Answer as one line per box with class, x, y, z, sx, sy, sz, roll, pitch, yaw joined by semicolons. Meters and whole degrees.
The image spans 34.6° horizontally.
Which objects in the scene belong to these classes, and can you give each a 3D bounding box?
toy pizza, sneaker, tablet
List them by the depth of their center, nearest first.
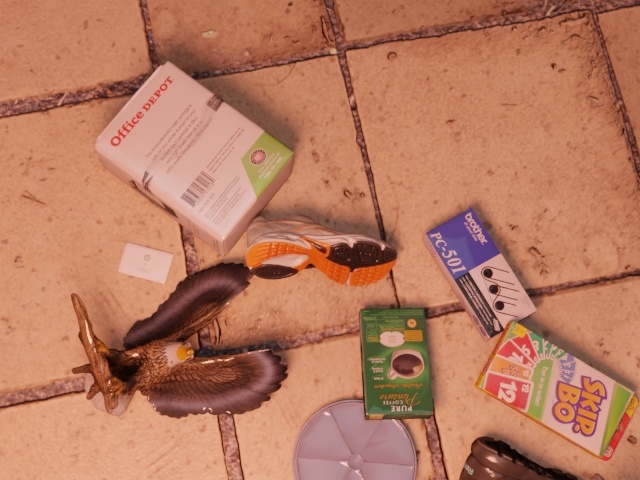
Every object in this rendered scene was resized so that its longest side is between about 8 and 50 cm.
sneaker;0.347;0.412;1.644;0.267;0.101;0.106;26;98;3
toy pizza;0.054;0.359;1.660;0.201;0.032;0.201;2;72;-5
sneaker;0.000;0.000;1.723;0.263;0.099;0.121;6;36;-18
tablet;-0.296;0.038;1.741;0.083;0.006;0.054;15;75;1

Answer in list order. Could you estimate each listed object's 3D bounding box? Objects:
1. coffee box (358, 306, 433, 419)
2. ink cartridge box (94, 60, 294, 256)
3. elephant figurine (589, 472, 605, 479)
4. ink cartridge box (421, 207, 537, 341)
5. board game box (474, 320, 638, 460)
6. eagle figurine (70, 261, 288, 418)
coffee box;0.121;0.202;1.685;0.113;0.040;0.184;-2;66;-6
ink cartridge box;-0.211;-0.138;1.735;0.273;0.115;0.198;36;76;6
elephant figurine;0.413;0.517;1.538;0.169;0.239;0.186;31;41;22
ink cartridge box;0.267;0.057;1.743;0.097;0.046;0.207;-29;78;-11
board game box;0.394;0.250;1.686;0.259;0.039;0.124;31;81;-6
eagle figurine;-0.227;0.179;1.640;0.298;0.225;0.226;-13;119;-36
